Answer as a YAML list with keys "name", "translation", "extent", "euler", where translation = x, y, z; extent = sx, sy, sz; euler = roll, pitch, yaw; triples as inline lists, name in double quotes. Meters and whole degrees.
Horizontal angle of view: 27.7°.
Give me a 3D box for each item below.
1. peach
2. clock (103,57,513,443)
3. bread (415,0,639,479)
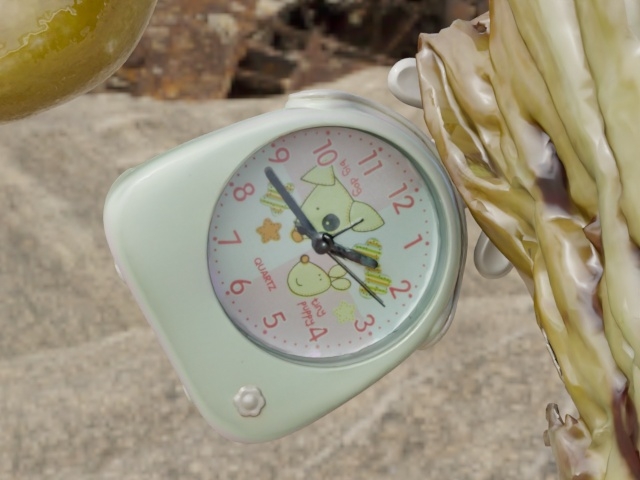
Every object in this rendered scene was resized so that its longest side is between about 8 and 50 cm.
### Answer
- name: "peach"
  translation: [-0.229, -0.200, 0.873]
  extent: [0.251, 0.251, 0.153]
  euler: [-4, -5, -13]
- name: "clock"
  translation: [0.000, 0.000, 0.649]
  extent: [0.191, 0.151, 0.062]
  euler: [-28, 12, -5]
- name: "bread"
  translation: [0.181, -0.011, 0.549]
  extent: [0.277, 0.325, 0.167]
  euler: [-3, -12, -39]
